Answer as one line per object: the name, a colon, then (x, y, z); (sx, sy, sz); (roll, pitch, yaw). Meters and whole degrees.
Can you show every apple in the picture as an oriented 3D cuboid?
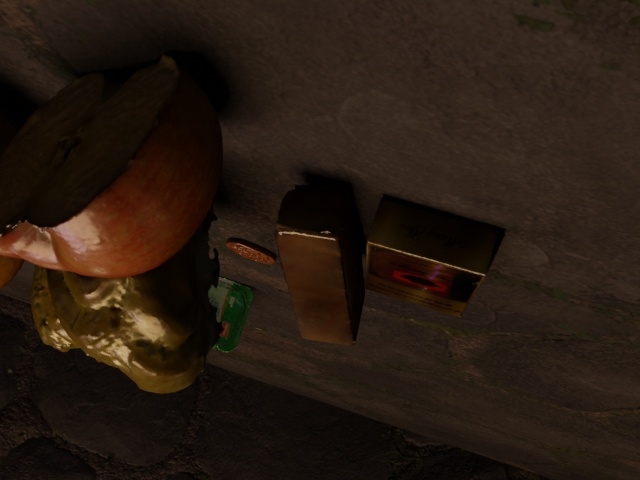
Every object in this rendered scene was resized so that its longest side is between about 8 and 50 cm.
apple: (-0.217, -0.056, 0.963); (0.293, 0.251, 0.163); (1, 147, 46)

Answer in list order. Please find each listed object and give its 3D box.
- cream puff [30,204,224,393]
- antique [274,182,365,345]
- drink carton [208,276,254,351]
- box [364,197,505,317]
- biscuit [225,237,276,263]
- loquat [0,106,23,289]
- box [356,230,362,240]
cream puff: (-0.283, 0.052, 1.223); (0.270, 0.323, 0.274); (-6, 176, 4)
antique: (0.007, 0.034, 1.205); (0.087, 0.093, 0.310); (7, 150, 11)
drink carton: (-0.224, 0.153, 1.868); (0.144, 0.146, 0.142); (19, 172, -1)
box: (0.141, 0.029, 1.184); (0.159, 0.071, 0.240); (19, 165, 6)
biscuit: (-0.122, 0.021, 1.530); (0.091, 0.015, 0.078); (24, 162, -16)
loquat: (-0.534, -0.057, 1.177); (0.328, 0.328, 0.328); (17, 164, 5)
box: (0.000, 0.000, 1.302); (0.091, 0.031, 0.126); (23, 162, -16)
